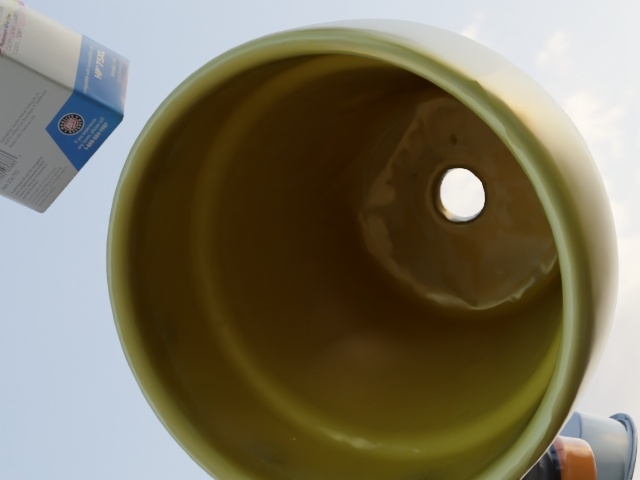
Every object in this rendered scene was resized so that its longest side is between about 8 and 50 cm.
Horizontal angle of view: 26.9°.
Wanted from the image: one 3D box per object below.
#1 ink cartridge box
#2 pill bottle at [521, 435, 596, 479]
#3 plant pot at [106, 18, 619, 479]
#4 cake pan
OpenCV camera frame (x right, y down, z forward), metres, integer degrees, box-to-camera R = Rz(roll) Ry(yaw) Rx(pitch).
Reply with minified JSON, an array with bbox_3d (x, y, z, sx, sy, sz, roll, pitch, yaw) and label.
[{"bbox_3d":[-0.281,-0.129,1.039,0.231,0.078,0.134,28,-51,-27],"label":"ink cartridge box"},{"bbox_3d":[0.076,0.178,0.994,0.130,0.245,0.130,-173,90,-85],"label":"pill bottle"},{"bbox_3d":[0.049,-0.002,0.742,0.239,0.254,0.254,-32,-44,-63],"label":"plant pot"},{"bbox_3d":[0.227,0.296,1.358,0.293,0.054,0.293,-63,-1,-1],"label":"cake pan"}]
